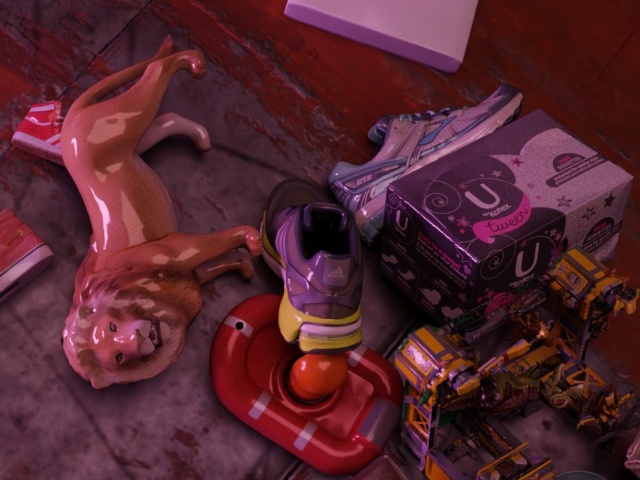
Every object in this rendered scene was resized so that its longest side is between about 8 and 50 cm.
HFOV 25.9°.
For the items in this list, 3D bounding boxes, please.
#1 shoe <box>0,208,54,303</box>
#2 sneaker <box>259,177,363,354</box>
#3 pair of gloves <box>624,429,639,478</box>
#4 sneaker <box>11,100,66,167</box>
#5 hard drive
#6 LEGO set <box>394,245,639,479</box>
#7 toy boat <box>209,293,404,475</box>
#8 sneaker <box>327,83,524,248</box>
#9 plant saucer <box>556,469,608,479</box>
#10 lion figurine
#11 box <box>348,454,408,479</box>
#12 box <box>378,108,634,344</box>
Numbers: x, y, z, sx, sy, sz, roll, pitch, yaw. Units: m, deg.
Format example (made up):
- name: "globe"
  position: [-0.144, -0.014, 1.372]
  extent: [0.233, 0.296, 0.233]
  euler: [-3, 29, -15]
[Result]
- name: "shoe"
  position: [-0.389, 0.039, 1.549]
  extent: [0.178, 0.063, 0.081]
  euler: [-40, 81, -26]
- name: "sneaker"
  position: [0.000, 0.000, 1.552]
  extent: [0.111, 0.121, 0.300]
  euler: [3, 30, -14]
- name: "pair of gloves"
  position: [0.381, 0.333, 1.571]
  extent: [0.240, 0.042, 0.204]
  euler: [-47, 114, -20]
- name: "sneaker"
  position: [-0.295, -0.122, 1.633]
  extent: [0.118, 0.042, 0.067]
  euler: [22, 71, -1]
- name: "hard drive"
  position: [0.111, -0.410, 1.817]
  extent: [0.233, 0.047, 0.353]
  euler: [18, 68, -5]
- name: "LEGO set"
  position: [0.243, 0.178, 1.518]
  extent: [0.331, 0.255, 0.192]
  euler: [-20, 48, -32]
- name: "toy boat"
  position: [-0.011, 0.149, 1.538]
  extent: [0.231, 0.151, 0.151]
  euler: [32, 68, 0]
- name: "sneaker"
  position: [0.129, -0.121, 1.688]
  extent: [0.283, 0.110, 0.122]
  euler: [-39, 79, -21]
- name: "plant saucer"
  position: [0.301, 0.327, 1.611]
  extent: [0.119, 0.021, 0.119]
  euler: [4, 70, -11]
- name: "lion figurine"
  position: [-0.211, -0.039, 1.568]
  extent: [0.240, 0.142, 0.392]
  euler: [-15, 74, -19]
- name: "box"
  position: [0.024, 0.359, 1.463]
  extent: [0.203, 0.168, 0.167]
  euler: [-33, 80, -20]
- name: "box"
  position: [0.213, -0.020, 1.603]
  extent: [0.247, 0.142, 0.163]
  euler: [-27, 51, -27]
